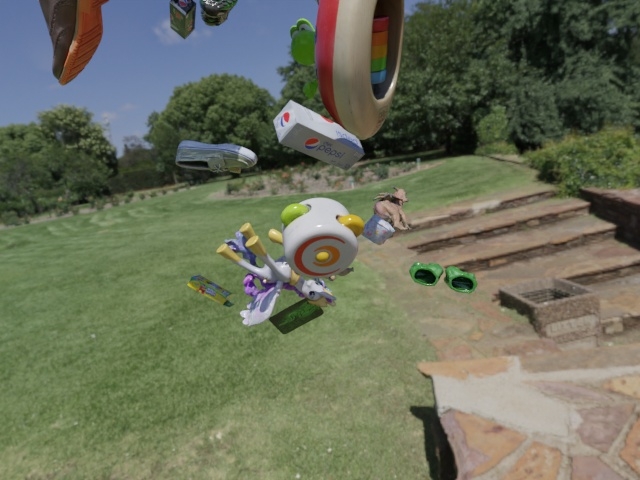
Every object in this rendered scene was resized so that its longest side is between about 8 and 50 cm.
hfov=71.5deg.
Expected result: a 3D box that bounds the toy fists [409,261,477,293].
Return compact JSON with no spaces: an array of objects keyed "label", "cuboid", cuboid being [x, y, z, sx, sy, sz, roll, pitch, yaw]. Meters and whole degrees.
[{"label":"toy fists","cuboid":[0.510,0.149,1.852,0.279,0.096,0.142,9,2,10]}]

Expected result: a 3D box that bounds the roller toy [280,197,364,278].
[{"label":"roller toy","cuboid":[0.000,0.000,1.165,0.209,0.191,0.146,-1,43,-10]}]

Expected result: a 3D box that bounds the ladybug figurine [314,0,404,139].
[{"label":"ladybug figurine","cuboid":[0.090,-0.468,1.087,0.162,0.449,0.305,16,32,25]}]

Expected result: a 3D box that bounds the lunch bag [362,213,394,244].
[{"label":"lunch bag","cuboid":[0.180,-0.030,1.398,0.071,0.083,0.053,-50,14,30]}]

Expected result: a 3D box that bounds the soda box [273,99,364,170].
[{"label":"soda box","cuboid":[0.000,-0.314,1.358,0.286,0.098,0.091,15,-43,-41]}]

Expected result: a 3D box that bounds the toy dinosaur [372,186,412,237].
[{"label":"toy dinosaur","cuboid":[0.264,-0.117,1.753,0.127,0.200,0.296,-22,-7,26]}]

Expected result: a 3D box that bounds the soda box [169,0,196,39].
[{"label":"soda box","cuboid":[-0.417,-0.680,1.347,0.053,0.060,0.169,-55,14,-10]}]

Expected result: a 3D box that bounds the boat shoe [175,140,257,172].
[{"label":"boat shoe","cuboid":[-0.383,-0.294,1.634,0.302,0.094,0.109,8,-21,9]}]

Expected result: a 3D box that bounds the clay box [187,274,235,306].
[{"label":"clay box","cuboid":[-0.503,0.238,2.097,0.222,0.053,0.127,27,1,2]}]

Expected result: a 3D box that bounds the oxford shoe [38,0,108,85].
[{"label":"oxford shoe","cuboid":[-0.632,-0.560,1.116,0.363,0.133,0.130,-49,19,35]}]

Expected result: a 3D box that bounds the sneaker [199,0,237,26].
[{"label":"sneaker","cuboid":[-0.375,-0.847,1.622,0.134,0.146,0.343,14,29,-14]}]

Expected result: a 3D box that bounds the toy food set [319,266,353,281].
[{"label":"toy food set","cuboid":[0.050,0.093,1.443,0.122,0.078,0.019,-20,28,-12]}]

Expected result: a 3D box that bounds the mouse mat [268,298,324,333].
[{"label":"mouse mat","cuboid":[-0.091,0.292,1.723,0.190,0.152,0.007,-30,48,2]}]

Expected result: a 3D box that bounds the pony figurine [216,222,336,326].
[{"label":"pony figurine","cuboid":[-0.154,0.110,1.455,0.351,0.363,0.303,-11,41,48]}]

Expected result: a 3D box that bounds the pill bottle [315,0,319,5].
[{"label":"pill bottle","cuboid":[0.041,-0.708,1.301,0.086,0.086,0.152,-14,45,-26]}]

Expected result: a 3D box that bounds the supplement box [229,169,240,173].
[{"label":"supplement box","cuboid":[-0.353,-0.327,1.857,0.043,0.083,0.055,10,-1,3]}]

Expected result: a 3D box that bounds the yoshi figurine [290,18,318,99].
[{"label":"yoshi figurine","cuboid":[0.017,-0.606,1.572,0.203,0.362,0.203,-46,16,-4]}]
